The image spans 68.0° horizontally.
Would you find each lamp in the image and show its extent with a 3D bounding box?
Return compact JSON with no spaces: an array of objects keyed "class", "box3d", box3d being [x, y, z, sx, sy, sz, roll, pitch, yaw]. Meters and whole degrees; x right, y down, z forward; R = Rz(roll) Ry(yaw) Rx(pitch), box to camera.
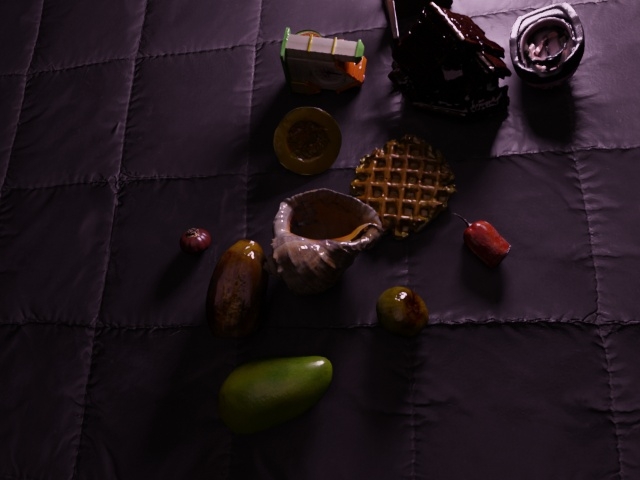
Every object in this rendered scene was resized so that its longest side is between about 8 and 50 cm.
[{"class":"lamp","box3d":[-0.403,0.004,1.526,0.101,0.090,0.101,-8,34,6]}]

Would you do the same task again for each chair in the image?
[{"class":"chair","box3d":[0.322,-0.802,1.535,0.241,0.203,0.416,-13,73,12]}]

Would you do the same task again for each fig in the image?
[{"class":"fig","box3d":[0.225,0.197,1.314,0.136,0.120,0.153,-11,45,-29]}]

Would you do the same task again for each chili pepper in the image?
[{"class":"chili pepper","box3d":[0.448,-0.013,1.347,0.086,0.084,0.192,-38,74,-17]}]

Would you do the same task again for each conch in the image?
[{"class":"conch","box3d":[-0.003,0.007,1.388,0.352,0.210,0.297,-13,70,-12]}]

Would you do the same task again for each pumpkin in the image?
[{"class":"pumpkin","box3d":[-0.047,-0.331,1.523,0.217,0.217,0.110,-25,32,5]}]

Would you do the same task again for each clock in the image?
[{"class":"clock","box3d":[0.015,-0.560,1.531,0.255,0.220,0.106,10,78,7]}]

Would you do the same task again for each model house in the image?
[{"class":"model house","box3d":[0.382,-0.506,1.392,0.297,0.282,0.317,-29,70,3]}]

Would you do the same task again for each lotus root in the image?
[{"class":"lotus root","box3d":[-0.247,0.142,1.414,0.193,0.193,0.290,7,82,14]}]

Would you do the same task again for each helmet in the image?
[{"class":"helmet","box3d":[0.678,-0.560,1.416,0.198,0.154,0.253,-11,52,29]}]

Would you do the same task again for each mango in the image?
[{"class":"mango","box3d":[-0.126,0.411,1.318,0.343,0.156,0.192,-21,80,2]}]

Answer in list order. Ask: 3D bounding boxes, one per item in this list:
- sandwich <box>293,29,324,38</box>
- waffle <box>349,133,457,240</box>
[{"class":"sandwich","box3d":[-0.044,-0.709,1.679,0.135,0.029,0.067,6,82,13]},{"class":"waffle","box3d":[0.240,-0.168,1.443,0.325,0.068,0.302,-37,71,-1]}]
